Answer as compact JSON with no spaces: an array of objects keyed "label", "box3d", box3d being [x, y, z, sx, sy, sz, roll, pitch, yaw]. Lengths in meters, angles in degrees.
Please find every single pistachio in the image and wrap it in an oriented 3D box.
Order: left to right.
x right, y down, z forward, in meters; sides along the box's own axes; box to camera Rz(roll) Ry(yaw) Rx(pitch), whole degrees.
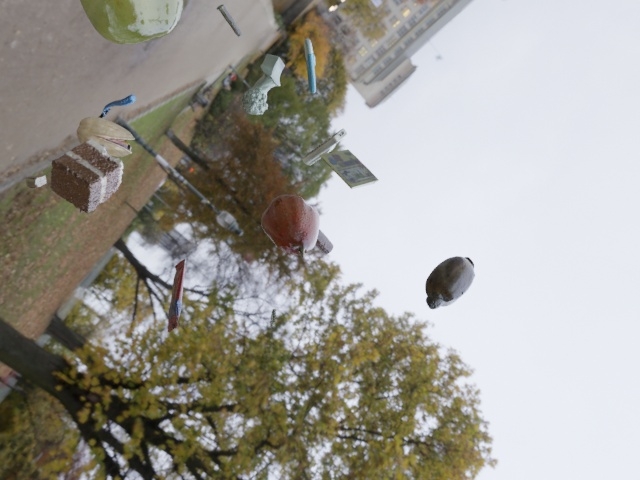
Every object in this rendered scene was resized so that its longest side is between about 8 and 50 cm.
[{"label":"pistachio","box3d":[-0.923,-0.443,2.144,0.157,0.230,0.157,-37,-134,51]}]

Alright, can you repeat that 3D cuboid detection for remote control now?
[{"label":"remote control","box3d":[0.016,-0.378,2.046,0.230,0.049,0.090,-28,-168,47]}]

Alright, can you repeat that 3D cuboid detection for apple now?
[{"label":"apple","box3d":[-0.622,-0.853,1.641,0.312,0.360,0.320,-12,-145,-8]}]

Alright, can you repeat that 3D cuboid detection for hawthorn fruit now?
[{"label":"hawthorn fruit","box3d":[-0.088,-0.035,1.666,0.199,0.199,0.251,-40,-137,16]}]

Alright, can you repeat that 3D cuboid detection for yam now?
[{"label":"yam","box3d":[-0.348,-0.839,1.907,0.033,0.129,0.027,-24,-135,14]},{"label":"yam","box3d":[-0.001,0.002,2.517,0.079,0.141,0.079,-26,-141,23]}]

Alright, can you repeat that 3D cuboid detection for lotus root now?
[{"label":"lotus root","box3d":[0.364,0.119,1.425,0.209,0.120,0.120,-41,-165,-29]}]

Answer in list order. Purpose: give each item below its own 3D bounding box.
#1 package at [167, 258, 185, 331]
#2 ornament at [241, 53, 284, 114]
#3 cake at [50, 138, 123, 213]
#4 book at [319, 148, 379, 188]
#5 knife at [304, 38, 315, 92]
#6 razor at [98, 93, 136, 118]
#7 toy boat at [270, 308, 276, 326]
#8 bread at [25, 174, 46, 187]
[{"label":"package","box3d":[-0.410,0.156,1.423,0.083,0.022,0.200,-35,-131,51]},{"label":"ornament","box3d":[-0.258,-0.704,2.265,0.285,0.120,0.130,-60,156,15]},{"label":"cake","box3d":[-0.641,-0.179,1.380,0.134,0.135,0.147,-55,-179,42]},{"label":"book","box3d":[0.112,-0.275,1.908,0.168,0.192,0.013,-20,150,-44]},{"label":"knife","box3d":[-0.034,-0.618,1.778,0.032,0.221,0.064,-17,-122,-7]},{"label":"razor","box3d":[-0.899,-0.597,2.200,0.254,0.042,0.081,-6,-136,36]},{"label":"toy boat","box3d":[-0.214,0.352,2.251,0.115,0.016,0.063,116,-23,-66]},{"label":"bread","box3d":[-1.119,-0.230,1.945,0.062,0.043,0.109,-6,-164,-10]}]
